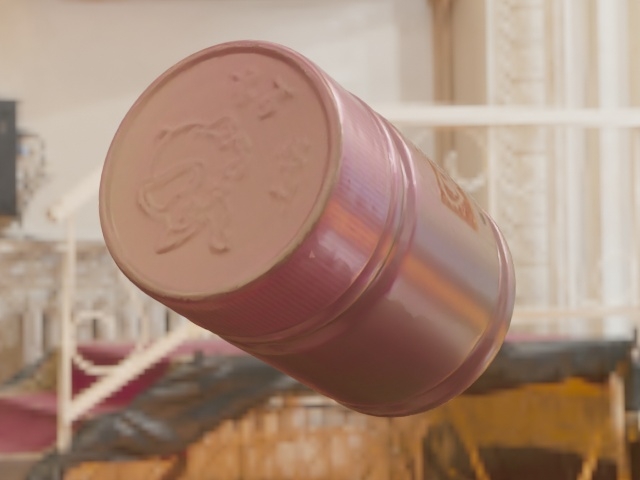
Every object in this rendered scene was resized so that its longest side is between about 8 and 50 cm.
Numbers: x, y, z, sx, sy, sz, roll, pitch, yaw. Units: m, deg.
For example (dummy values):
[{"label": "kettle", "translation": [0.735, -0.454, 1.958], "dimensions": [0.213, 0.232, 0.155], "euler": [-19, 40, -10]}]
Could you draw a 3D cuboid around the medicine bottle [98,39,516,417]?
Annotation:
[{"label": "medicine bottle", "translation": [0.000, 0.000, 1.344], "dimensions": [0.202, 0.202, 0.316], "euler": [-2, -20, 28]}]
